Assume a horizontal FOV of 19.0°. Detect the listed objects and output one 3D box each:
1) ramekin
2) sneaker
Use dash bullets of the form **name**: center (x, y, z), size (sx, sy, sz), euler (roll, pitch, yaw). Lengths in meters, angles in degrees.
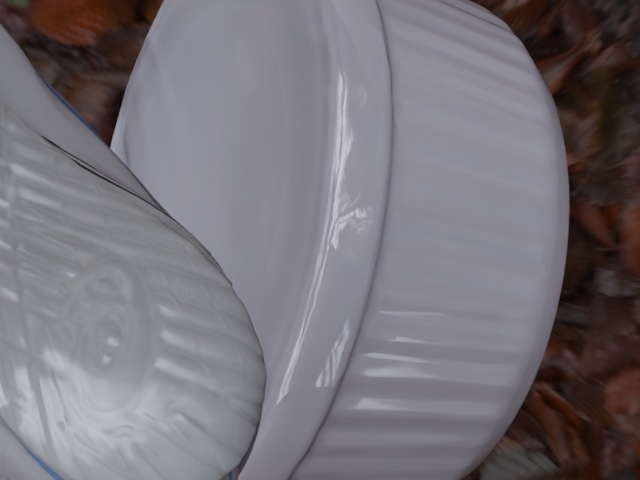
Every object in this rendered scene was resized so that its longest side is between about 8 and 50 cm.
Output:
- **ramekin**: center (0.000, 0.000, 0.846), size (0.127, 0.273, 0.273), euler (10, 90, -25)
- **sneaker**: center (-0.103, -0.025, 0.465), size (0.085, 0.086, 0.237), euler (-33, 82, -29)
